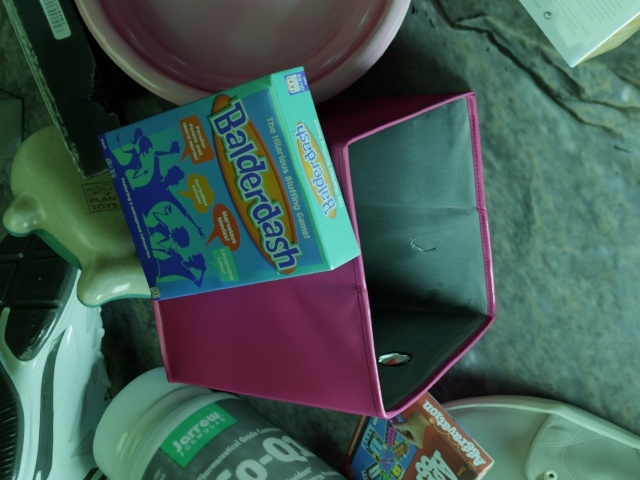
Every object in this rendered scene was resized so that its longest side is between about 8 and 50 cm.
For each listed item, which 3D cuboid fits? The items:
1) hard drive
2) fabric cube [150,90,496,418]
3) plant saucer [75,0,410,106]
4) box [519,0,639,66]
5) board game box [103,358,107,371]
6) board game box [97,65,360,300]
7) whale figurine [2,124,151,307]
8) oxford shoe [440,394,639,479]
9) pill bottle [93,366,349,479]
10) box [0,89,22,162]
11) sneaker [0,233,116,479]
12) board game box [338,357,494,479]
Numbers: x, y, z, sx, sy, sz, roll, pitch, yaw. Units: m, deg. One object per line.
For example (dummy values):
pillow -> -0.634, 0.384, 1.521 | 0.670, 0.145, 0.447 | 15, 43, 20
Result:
hard drive -> -0.279, -0.219, 1.012 | 0.339, 0.064, 0.237 | -125, 16, -66
fabric cube -> 0.000, 0.000, 0.937 | 0.258, 0.254, 0.259 | 2, 108, 33
plant saucer -> -0.074, -0.280, 0.896 | 0.332, 0.084, 0.332 | 0, 92, -7
box -> 0.259, -0.233, 0.744 | 0.170, 0.130, 0.091 | -39, 83, 39
board game box -> -0.409, 0.196, 1.435 | 0.181, 0.043, 0.092 | 21, 118, 27
board game box -> -0.083, -0.041, 0.790 | 0.210, 0.047, 0.160 | -12, 99, 37
whale figurine -> -0.282, -0.019, 1.154 | 0.272, 0.216, 0.141 | 62, 146, 29
oxford shoe -> 0.273, 0.273, 0.933 | 0.449, 0.130, 0.169 | 15, 120, 33
pill bottle -> -0.107, 0.318, 1.155 | 0.361, 0.204, 0.204 | 29, 123, 33
box -> -0.565, -0.196, 1.351 | 0.275, 0.113, 0.094 | 24, 119, 24
sneaker -> -0.355, 0.184, 1.296 | 0.169, 0.257, 0.448 | -4, 66, 26
board game box -> 0.096, 0.252, 1.036 | 0.145, 0.027, 0.281 | 44, 150, 21
